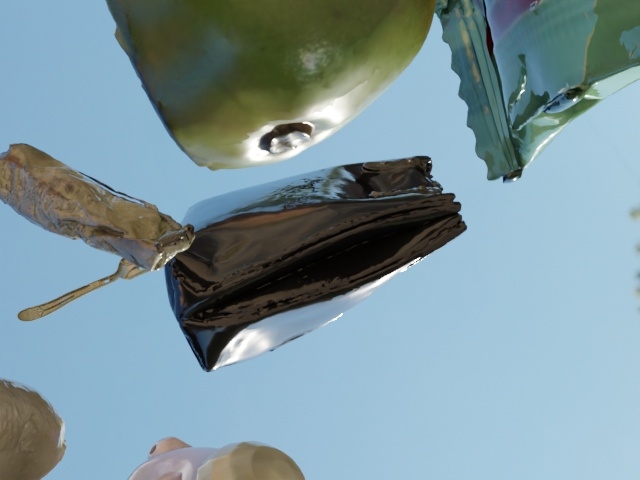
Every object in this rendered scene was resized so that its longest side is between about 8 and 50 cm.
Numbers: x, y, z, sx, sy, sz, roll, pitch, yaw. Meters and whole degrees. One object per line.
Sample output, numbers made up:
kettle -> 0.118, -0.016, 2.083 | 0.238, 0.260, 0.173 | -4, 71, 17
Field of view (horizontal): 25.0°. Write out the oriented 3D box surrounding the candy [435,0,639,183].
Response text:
candy -> 0.195, -0.193, 1.059 | 0.172, 0.398, 0.262 | -2, -97, -24

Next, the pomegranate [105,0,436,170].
pomegranate -> -0.019, -0.156, 0.781 | 0.241, 0.159, 0.189 | -91, -23, -62

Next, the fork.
fork -> -0.301, 0.058, 1.886 | 0.028, 0.220, 0.034 | 41, -150, -69

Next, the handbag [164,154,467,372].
handbag -> 0.000, 0.000, 1.467 | 0.342, 0.288, 0.152 | -92, -20, -77

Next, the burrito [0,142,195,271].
burrito -> -0.206, -0.030, 1.242 | 0.063, 0.230, 0.058 | -61, -31, -12

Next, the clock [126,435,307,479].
clock -> -0.162, 0.393, 1.734 | 0.184, 0.326, 0.342 | 28, -102, -20

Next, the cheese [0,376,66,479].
cheese -> -0.423, 0.244, 1.725 | 0.198, 0.189, 0.154 | 37, -130, -62
